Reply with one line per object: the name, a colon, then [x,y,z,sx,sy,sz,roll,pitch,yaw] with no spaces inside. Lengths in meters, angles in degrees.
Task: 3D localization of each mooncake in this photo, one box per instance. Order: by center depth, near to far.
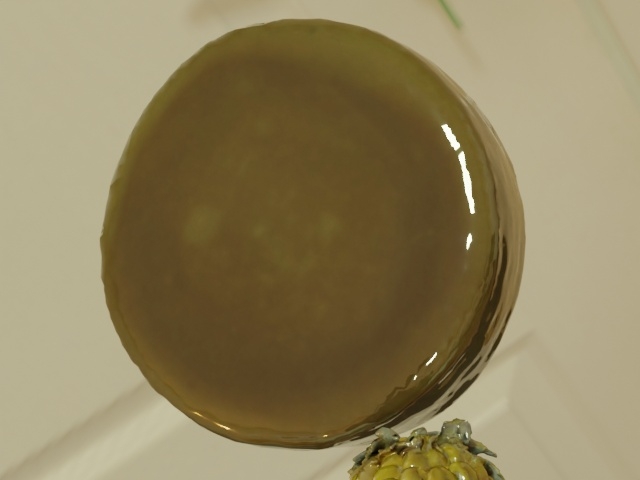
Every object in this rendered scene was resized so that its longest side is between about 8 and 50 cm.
mooncake: [0.000,0.000,1.217,0.284,0.155,0.284,-3,82,20]

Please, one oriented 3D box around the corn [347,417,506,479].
corn: [0.053,0.244,1.003,0.115,0.115,0.318,-16,48,25]
